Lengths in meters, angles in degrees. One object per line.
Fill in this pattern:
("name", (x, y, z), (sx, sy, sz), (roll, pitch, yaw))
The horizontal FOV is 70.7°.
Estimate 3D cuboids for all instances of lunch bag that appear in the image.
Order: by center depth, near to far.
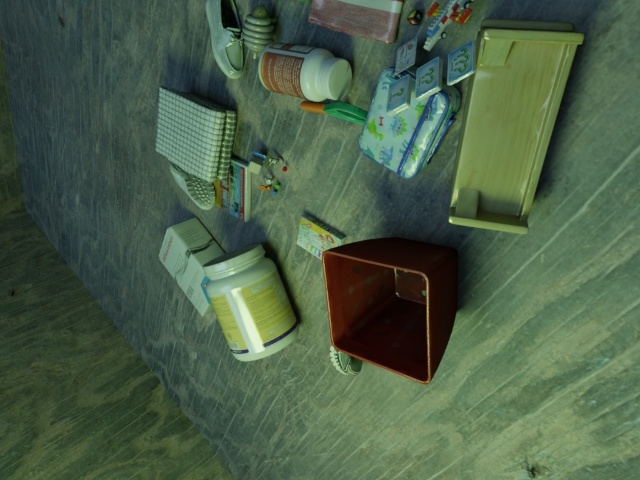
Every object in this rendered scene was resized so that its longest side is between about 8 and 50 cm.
("lunch bag", (0.190, -0.256, 0.980), (0.176, 0.090, 0.218), (38, 133, 19))

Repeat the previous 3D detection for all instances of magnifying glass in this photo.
("magnifying glass", (0.032, -0.319, 1.107), (0.231, 0.092, 0.026), (28, 99, 44))

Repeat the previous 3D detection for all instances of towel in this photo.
("towel", (0.086, -0.605, 0.937), (0.237, 0.037, 0.328), (28, 127, 29))
("towel", (-0.396, -0.341, 1.442), (0.284, 0.121, 0.234), (29, 120, 28))

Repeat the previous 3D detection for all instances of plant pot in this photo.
("plant pot", (0.190, 0.126, 1.064), (0.267, 0.236, 0.267), (12, 118, 39))

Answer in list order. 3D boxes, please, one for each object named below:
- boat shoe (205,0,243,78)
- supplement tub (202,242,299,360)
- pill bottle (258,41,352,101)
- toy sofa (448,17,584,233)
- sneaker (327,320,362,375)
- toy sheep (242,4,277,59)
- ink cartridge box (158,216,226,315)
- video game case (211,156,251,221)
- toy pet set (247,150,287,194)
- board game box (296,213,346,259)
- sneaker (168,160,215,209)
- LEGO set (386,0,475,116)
("boat shoe", (-0.253, -0.567, 1.239), (0.081, 0.079, 0.227), (-1, 107, 48))
("supplement tub", (-0.231, 0.198, 1.489), (0.241, 0.241, 0.331), (-11, 102, 45))
("pill bottle", (-0.037, -0.404, 1.089), (0.216, 0.121, 0.121), (25, 126, 33))
("toy sofa", (0.343, -0.209, 0.840), (0.150, 0.177, 0.362), (9, 119, 13))
("sneaker", (0.097, 0.272, 1.309), (0.112, 0.121, 0.298), (16, 120, 35))
("toy sheep", (-0.159, -0.534, 1.162), (0.091, 0.091, 0.132), (31, 129, 28))
("ink cartridge box", (-0.469, 0.101, 1.741), (0.307, 0.129, 0.223), (49, 136, 13))
("video game case", (-0.343, -0.205, 1.546), (0.285, 0.025, 0.203), (28, 127, 31))
("toy pet set", (-0.161, -0.218, 1.363), (0.114, 0.065, 0.122), (23, 137, -11))
("board game box", (0.000, 0.000, 1.328), (0.154, 0.026, 0.103), (31, 129, 28))
("sneaker", (-0.447, -0.193, 1.582), (0.235, 0.090, 0.094), (53, 149, 14))
("LEGO set", (0.196, -0.370, 0.835), (0.183, 0.060, 0.244), (-17, 53, 45))
